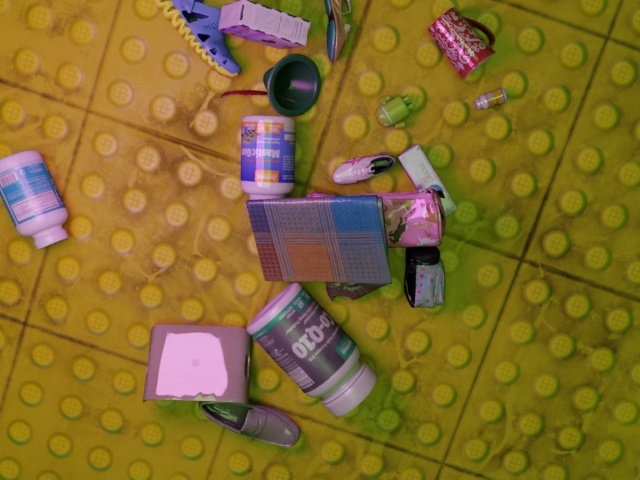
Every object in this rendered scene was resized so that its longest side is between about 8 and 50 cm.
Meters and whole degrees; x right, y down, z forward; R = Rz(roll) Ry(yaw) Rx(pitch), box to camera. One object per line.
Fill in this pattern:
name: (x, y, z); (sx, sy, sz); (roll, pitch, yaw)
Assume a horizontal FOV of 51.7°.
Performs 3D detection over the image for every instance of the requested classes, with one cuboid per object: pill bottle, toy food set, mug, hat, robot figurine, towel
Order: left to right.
pill bottle: (-0.811, -0.111, 1.865); (0.146, 0.146, 0.264); (-22, 97, 3)
toy food set: (-0.356, 0.365, 1.925); (0.306, 0.092, 0.219); (2, 66, -1)
pill bottle: (-0.147, -0.206, 1.840); (0.152, 0.152, 0.272); (2, 96, 1)
hat: (-0.133, -0.455, 1.874); (0.208, 0.183, 0.173); (2, 108, -41)
pill bottle: (-0.019, 0.312, 1.876); (0.204, 0.204, 0.361); (-43, 95, 5)
towel: (0.000, 0.000, 1.778); (0.370, 0.040, 0.271); (0, 122, 16)
robot figurine: (0.205, -0.363, 1.857); (0.115, 0.067, 0.101); (-31, 108, 5)
mug: (0.392, -0.551, 1.828); (0.169, 0.150, 0.113); (50, 132, -1)
pill bottle: (0.478, -0.396, 1.860); (0.083, 0.043, 0.043); (-19, 96, 4)

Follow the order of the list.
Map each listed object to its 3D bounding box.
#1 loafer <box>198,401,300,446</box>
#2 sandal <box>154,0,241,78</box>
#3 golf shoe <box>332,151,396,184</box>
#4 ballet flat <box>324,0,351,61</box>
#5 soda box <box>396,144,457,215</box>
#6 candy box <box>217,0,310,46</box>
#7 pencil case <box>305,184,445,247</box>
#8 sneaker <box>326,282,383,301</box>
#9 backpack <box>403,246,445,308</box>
loafer: (-0.211, 0.535, 1.952); (0.319, 0.111, 0.112); (21, 97, -2)
sandal: (-0.318, -0.588, 1.814); (0.138, 0.126, 0.317); (-39, 96, 1)
golf shoe: (0.121, -0.206, 1.870); (0.186, 0.086, 0.067); (-19, 98, 5)
ballet flat: (0.051, -0.614, 1.827); (0.073, 0.080, 0.232); (-8, 99, -13)
soda box: (0.301, -0.165, 1.877); (0.069, 0.074, 0.216); (-31, 96, 5)
candy box: (-0.151, -0.570, 1.754); (0.196, 0.165, 0.070); (8, 97, -30)
pencil case: (0.146, -0.061, 1.815); (0.386, 0.160, 0.167); (-2, 86, 15)
sneaker: (0.112, 0.136, 1.932); (0.188, 0.066, 0.071); (-5, 114, 7)
backpack: (0.297, 0.107, 1.879); (0.115, 0.152, 0.182); (0, 109, 10)
